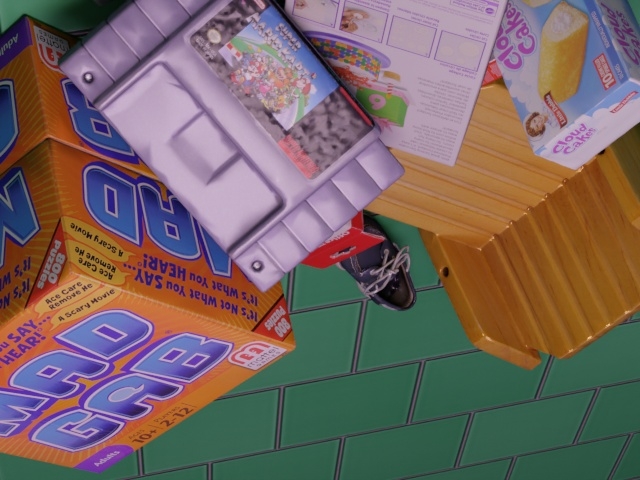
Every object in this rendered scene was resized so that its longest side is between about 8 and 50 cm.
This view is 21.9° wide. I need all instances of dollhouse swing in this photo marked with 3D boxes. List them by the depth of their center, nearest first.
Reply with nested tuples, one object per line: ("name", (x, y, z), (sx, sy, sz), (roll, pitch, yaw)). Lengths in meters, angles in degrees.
("dollhouse swing", (0.262, -0.020, 2.278), (0.305, 0.315, 0.347), (3, 147, -47))

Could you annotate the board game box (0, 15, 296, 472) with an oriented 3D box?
("board game box", (-0.308, 0.021, 1.989), (0.356, 0.356, 0.356), (-34, 145, 29))

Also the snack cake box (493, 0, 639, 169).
("snack cake box", (0.284, -0.236, 1.928), (0.089, 0.264, 0.152), (14, 138, -44))

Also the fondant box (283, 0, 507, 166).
("fondant box", (0.081, -0.246, 1.892), (0.238, 0.096, 0.330), (18, 145, 4))

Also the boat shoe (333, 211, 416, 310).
("boat shoe", (0.084, 0.038, 2.430), (0.095, 0.079, 0.254), (-51, 153, -14))

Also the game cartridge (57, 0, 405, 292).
("game cartridge", (-0.093, -0.141, 1.862), (0.230, 0.068, 0.355), (-39, 108, 6))

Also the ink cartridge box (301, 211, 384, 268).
("ink cartridge box", (-0.037, -0.039, 2.256), (0.231, 0.078, 0.134), (19, 148, -41))

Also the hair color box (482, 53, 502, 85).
("hair color box", (0.179, -0.226, 2.088), (0.141, 0.072, 0.043), (-24, 148, 16))

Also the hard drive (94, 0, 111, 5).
("hard drive", (-0.232, -0.316, 1.802), (0.094, 0.022, 0.135), (-22, 149, 10))
